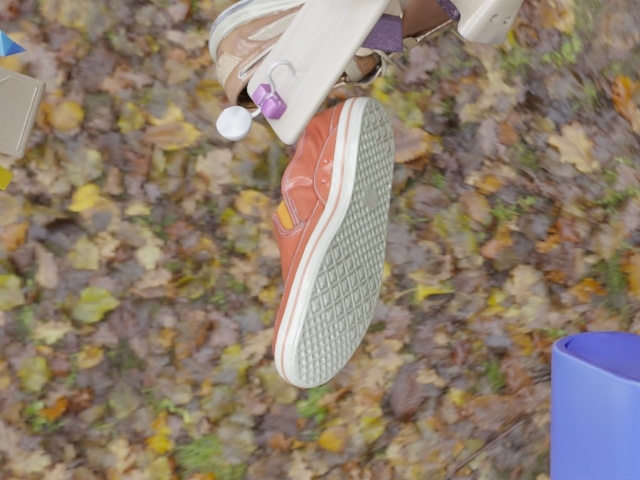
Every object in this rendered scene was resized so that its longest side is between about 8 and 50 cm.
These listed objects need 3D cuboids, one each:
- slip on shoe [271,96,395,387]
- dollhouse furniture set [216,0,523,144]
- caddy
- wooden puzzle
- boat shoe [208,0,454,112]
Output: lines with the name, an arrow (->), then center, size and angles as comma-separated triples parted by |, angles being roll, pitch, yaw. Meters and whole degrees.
slip on shoe -> 0.000, 0.000, 1.326 | 0.101, 0.123, 0.331 | -8, 56, 30
dollhouse furniture set -> -0.012, -0.088, 0.407 | 0.081, 0.091, 0.114 | -52, 59, 31
caddy -> 0.281, 0.159, 0.850 | 0.241, 0.341, 0.179 | -5, 94, -7
wooden puzzle -> -0.263, -0.106, 1.059 | 0.014, 0.078, 0.116 | 18, 84, 42
boat shoe -> 0.042, -0.211, 1.320 | 0.324, 0.123, 0.116 | -20, 52, 17
